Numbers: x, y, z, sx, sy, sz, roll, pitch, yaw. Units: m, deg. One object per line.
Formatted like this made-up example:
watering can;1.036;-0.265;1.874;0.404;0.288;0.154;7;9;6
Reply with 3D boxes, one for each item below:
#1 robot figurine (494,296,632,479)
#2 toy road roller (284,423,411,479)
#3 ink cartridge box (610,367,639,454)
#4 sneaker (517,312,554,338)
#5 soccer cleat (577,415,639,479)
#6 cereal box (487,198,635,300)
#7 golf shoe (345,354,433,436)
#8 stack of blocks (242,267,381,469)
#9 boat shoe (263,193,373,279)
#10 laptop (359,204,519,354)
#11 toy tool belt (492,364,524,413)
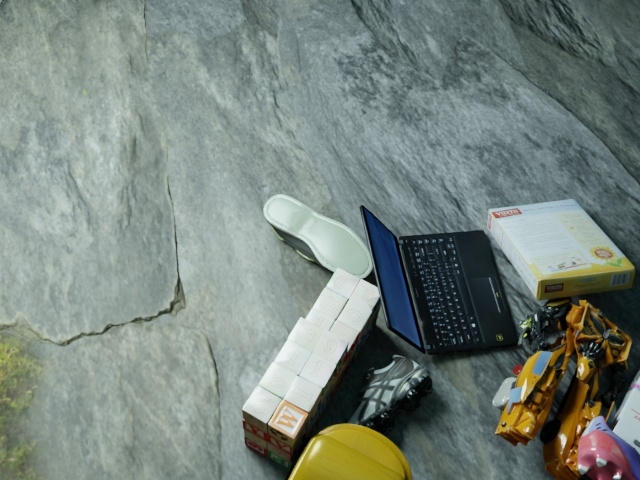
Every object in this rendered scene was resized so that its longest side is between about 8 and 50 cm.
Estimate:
robot figurine;0.405;0.226;1.354;0.211;0.085;0.291;37;66;-11
toy road roller;0.004;0.409;1.159;0.202;0.241;0.330;25;61;12
ink cartridge box;0.548;0.284;1.364;0.115;0.067;0.198;33;62;16
sneaker;0.379;0.137;1.461;0.083;0.031;0.035;-28;64;-18
soccer cleat;0.485;0.371;1.268;0.248;0.083;0.095;42;47;-8
cereal box;0.413;0.010;1.472;0.172;0.047;0.240;-7;32;-7
golf shoe;0.087;0.262;1.358;0.198;0.077;0.094;-35;50;-23
stack of blocks;-0.008;0.192;1.327;0.087;0.171;0.297;27;61;12
boat shoe;0.000;0.000;1.498;0.227;0.069;0.081;36;76;17
laptop;0.202;0.059;1.425;0.264;0.137;0.234;-4;60;-12
toy tool belt;0.323;0.253;1.387;0.051;0.052;0.083;46;66;-19
